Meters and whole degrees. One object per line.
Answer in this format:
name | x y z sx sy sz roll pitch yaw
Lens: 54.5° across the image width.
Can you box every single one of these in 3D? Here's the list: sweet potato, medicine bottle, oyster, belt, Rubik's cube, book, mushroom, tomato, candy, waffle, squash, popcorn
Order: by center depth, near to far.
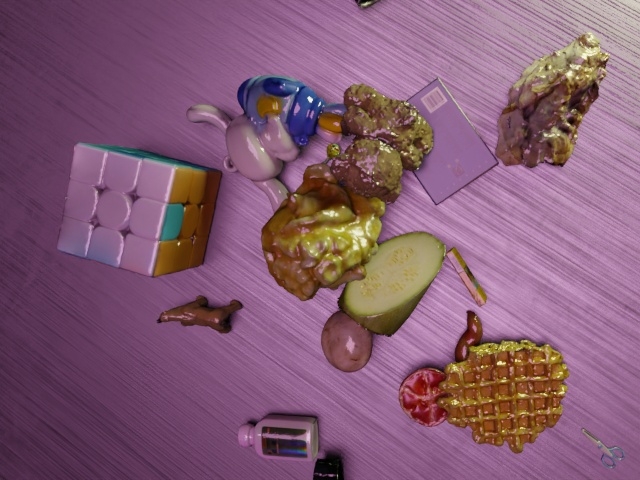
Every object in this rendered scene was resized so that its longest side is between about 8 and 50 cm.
oyster | 0.550 -0.332 1.480 0.201 0.107 0.354 23 99 8
waffle | 0.457 0.373 1.551 0.312 0.060 0.307 28 96 -5
popcorn | 0.003 -0.006 1.555 0.274 0.335 0.279 37 133 -4
squash | 0.178 0.090 1.563 0.189 0.189 0.260 32 106 10
book | 0.299 -0.251 1.588 0.191 0.025 0.269 -35 86 15
sweet potato | 0.377 0.283 1.595 0.058 0.055 0.202 6 95 -28
tomato | 0.278 0.399 1.620 0.156 0.069 0.155 0 94 4
mushroom | 0.075 0.261 1.627 0.166 0.127 0.166 9 101 58
Rubik's cube | -0.473 -0.085 1.656 0.291 0.292 0.291 15 97 13
candy | 0.009 -0.208 1.664 0.123 0.035 0.035 -51 38 22
belt | 0.021 0.683 1.670 0.078 0.151 0.198 0 104 10
medicine bottle | -0.117 0.548 1.727 0.219 0.078 0.115 -1 96 14

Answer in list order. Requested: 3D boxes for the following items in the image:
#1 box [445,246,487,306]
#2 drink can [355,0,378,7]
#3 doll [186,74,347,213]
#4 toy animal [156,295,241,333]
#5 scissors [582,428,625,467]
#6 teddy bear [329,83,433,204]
box | 0.369 0.090 1.565 0.023 0.087 0.155 -33 86 15
drink can | 0.085 -0.718 1.568 0.097 0.097 0.235 -27 88 15
doll | -0.119 -0.300 1.623 0.376 0.187 0.366 42 113 -17
toy animal | -0.341 0.213 1.745 0.219 0.101 0.103 8 98 13
scissors | 0.701 0.517 1.554 0.119 0.014 0.058 41 102 4
teddy bear | 0.144 -0.220 1.488 0.267 0.156 0.256 27 88 -15
